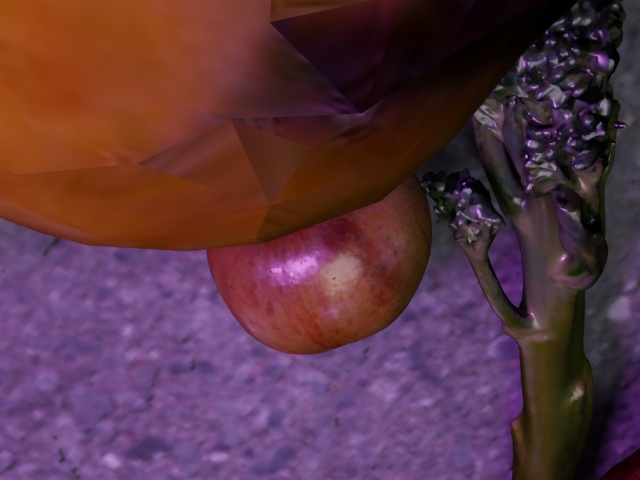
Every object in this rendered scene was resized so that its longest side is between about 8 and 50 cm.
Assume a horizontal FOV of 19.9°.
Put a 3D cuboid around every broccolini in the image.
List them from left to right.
[{"bbox_3d":[0.073,0.057,0.728,0.074,0.079,0.392,5,128,8],"label":"broccolini"}]

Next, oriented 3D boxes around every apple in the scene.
[{"bbox_3d":[0.000,0.000,0.658,0.084,0.084,0.071,-33,148,10],"label":"apple"}]

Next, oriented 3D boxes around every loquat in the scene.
[{"bbox_3d":[-0.038,-0.112,0.469,0.235,0.235,0.235,-8,127,-10],"label":"loquat"}]

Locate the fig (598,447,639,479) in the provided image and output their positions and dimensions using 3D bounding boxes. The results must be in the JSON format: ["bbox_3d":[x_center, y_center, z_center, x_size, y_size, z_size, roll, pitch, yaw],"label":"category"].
[{"bbox_3d":[0.163,0.123,0.754,0.128,0.128,0.150,-9,98,-9],"label":"fig"}]
